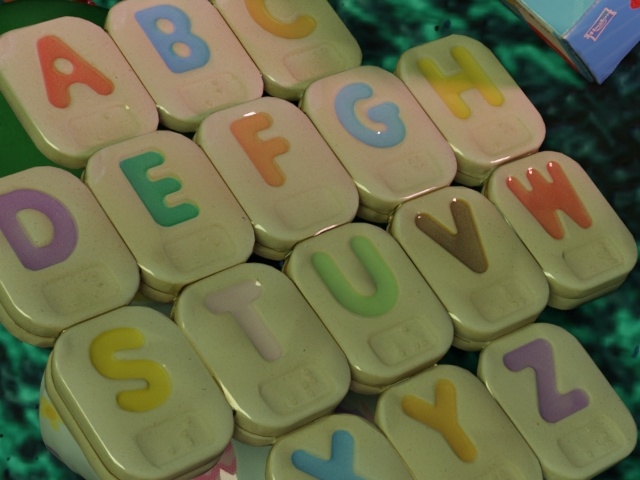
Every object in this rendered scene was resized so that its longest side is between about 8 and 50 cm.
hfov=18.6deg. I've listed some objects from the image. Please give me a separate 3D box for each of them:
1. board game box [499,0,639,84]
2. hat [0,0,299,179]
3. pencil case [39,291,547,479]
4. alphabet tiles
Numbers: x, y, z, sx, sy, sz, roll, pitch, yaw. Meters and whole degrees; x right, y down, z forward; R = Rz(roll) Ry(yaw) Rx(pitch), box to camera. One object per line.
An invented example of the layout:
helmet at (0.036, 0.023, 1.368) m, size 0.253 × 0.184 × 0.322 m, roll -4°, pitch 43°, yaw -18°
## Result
board game box at (0.113, -0.286, 0.889) m, size 0.308 × 0.086 × 0.302 m, roll 44°, pitch 95°, yaw 18°
hat at (-0.123, -0.098, 0.850) m, size 0.208 × 0.183 × 0.173 m, roll -10°, pitch 34°, yaw 17°
pencil case at (0.008, 0.108, 0.844) m, size 0.273 × 0.113 × 0.124 m, roll 31°, pitch 103°, yaw 20°
alphabet tiles at (0.000, 0.000, 0.807) m, size 0.278 × 0.284 × 0.021 m, roll 55°, pitch 142°, yaw 19°
